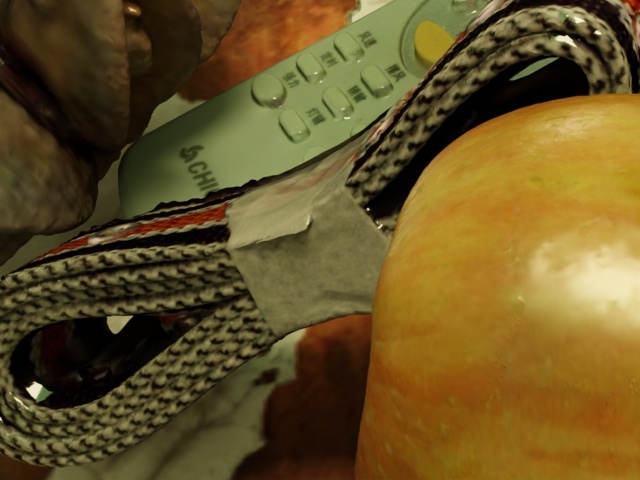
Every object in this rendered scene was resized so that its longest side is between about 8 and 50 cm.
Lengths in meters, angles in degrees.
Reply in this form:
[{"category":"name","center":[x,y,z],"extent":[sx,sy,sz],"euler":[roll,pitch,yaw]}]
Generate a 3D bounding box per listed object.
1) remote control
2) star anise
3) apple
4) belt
[{"category":"remote control","center":[0.042,-0.066,0.879],"extent":[0.296,0.056,0.140],"euler":[-28,39,-5]},{"category":"star anise","center":[-0.141,-0.068,0.859],"extent":[0.315,0.108,0.315],"euler":[-40,13,11]},{"category":"apple","center":[0.103,0.045,0.529],"extent":[0.199,0.199,0.199],"euler":[-12,42,11]},{"category":"belt","center":[0.000,0.000,0.713],"extent":[0.359,0.126,0.094],"euler":[-21,17,29]}]
